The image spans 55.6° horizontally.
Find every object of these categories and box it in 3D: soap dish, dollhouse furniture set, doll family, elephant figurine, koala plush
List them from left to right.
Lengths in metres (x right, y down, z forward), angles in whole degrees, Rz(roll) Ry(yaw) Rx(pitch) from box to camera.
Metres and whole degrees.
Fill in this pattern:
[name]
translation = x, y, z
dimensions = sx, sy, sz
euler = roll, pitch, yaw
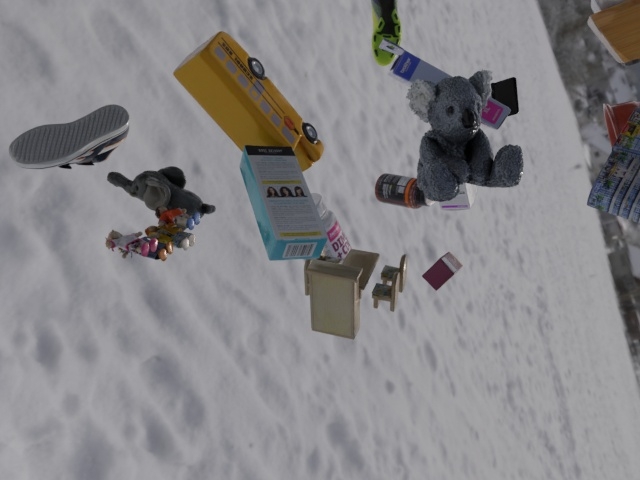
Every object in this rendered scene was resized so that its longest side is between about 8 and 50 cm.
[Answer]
[doll family]
translation = -0.441, 0.002, 1.587
dimensions = 0.263, 0.163, 0.118
euler = -37, 133, -49
[elephant figurine]
translation = -0.454, -0.135, 1.724
dimensions = 0.186, 0.169, 0.239
euler = -39, 112, -14
[dollhouse furniture set]
translation = 0.065, 0.073, 1.343
dimensions = 0.242, 0.212, 0.160
euler = -57, 151, -52
[koala plush]
translation = 0.257, -0.211, 1.168
dimensions = 0.203, 0.197, 0.221
euler = -118, -164, -72
[soap dish]
translation = 0.544, -0.349, 0.871
dimensions = 0.229, 0.291, 0.118
euler = -35, 107, -63

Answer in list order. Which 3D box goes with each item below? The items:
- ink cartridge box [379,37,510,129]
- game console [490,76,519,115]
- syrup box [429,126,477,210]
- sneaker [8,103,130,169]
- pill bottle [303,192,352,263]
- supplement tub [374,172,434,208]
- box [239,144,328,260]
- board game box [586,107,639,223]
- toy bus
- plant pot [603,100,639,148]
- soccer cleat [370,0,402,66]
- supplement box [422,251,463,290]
[ink cartridge box]
translation = 0.261, -0.351, 1.373
dimensions = 0.311, 0.065, 0.186
euler = 30, 13, -5
[game console]
translation = 0.563, -0.426, 1.881
dimensions = 0.107, 0.071, 0.122
euler = 68, 21, -76
[syrup box]
translation = 0.372, -0.206, 1.726
dimensions = 0.093, 0.097, 0.236
euler = -56, 136, -42
[sneaker]
translation = -0.667, -0.255, 1.649
dimensions = 0.321, 0.127, 0.126
euler = -27, 75, -26
[pill bottle]
translation = 0.000, 0.000, 1.947
dimensions = 0.283, 0.161, 0.160
euler = 62, 31, -28
[supplement tub]
translation = 0.288, -0.164, 2.046
dimensions = 0.106, 0.198, 0.105
euler = -19, 117, -44
[box]
translation = -0.074, -0.075, 1.129
dimensions = 0.101, 0.060, 0.244
euler = -2, 50, -24
[board game box]
translation = 0.569, -0.109, 0.983
dimensions = 0.194, 0.194, 0.060
euler = -52, 146, -21
[toy bus]
translation = -0.138, -0.264, 1.256
dimensions = 0.332, 0.108, 0.130
euler = 48, 37, -25
[plant pot]
translation = 0.869, -0.247, 1.488
dimensions = 0.272, 0.265, 0.272
euler = 44, 38, -50
[soccer cleat]
translation = 0.203, -0.681, 1.897
dimensions = 0.121, 0.094, 0.288
euler = 29, 59, -85
[supplement box]
translation = 0.245, 0.060, 1.214
dimensions = 0.043, 0.055, 0.083
euler = 48, 25, 11
